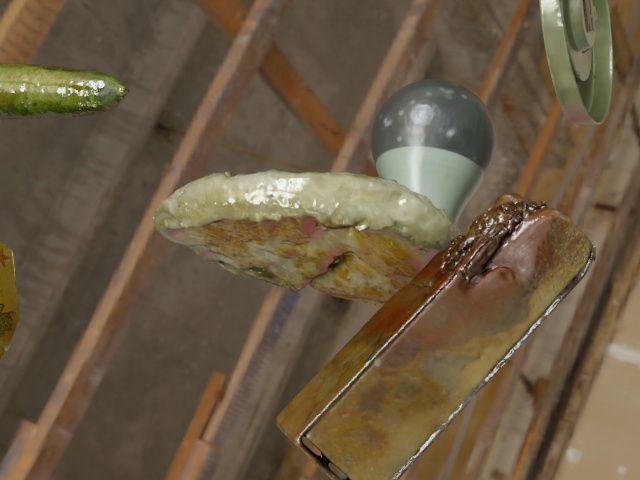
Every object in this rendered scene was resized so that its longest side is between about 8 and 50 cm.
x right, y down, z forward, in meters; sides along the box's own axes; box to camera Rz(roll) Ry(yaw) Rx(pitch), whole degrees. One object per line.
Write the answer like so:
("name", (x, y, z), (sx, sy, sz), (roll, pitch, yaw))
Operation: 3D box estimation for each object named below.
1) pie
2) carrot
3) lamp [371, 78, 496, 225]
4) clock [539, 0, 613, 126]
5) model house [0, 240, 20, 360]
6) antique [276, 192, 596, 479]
("pie", (0.000, 0.001, 1.083), (0.339, 0.339, 0.077), (36, -116, -54))
("carrot", (-0.362, -0.163, 1.164), (0.074, 0.359, 0.074), (-16, -72, -62))
("lamp", (0.166, -0.077, 1.513), (0.182, 0.182, 0.313), (12, -107, -55))
("clock", (0.274, -0.238, 1.118), (0.235, 0.029, 0.235), (19, -111, -62))
("model house", (-0.461, 0.087, 1.178), (0.219, 0.136, 0.207), (-11, -94, -51))
("antique", (0.105, 0.086, 0.930), (0.310, 0.087, 0.093), (-45, -78, -8))
